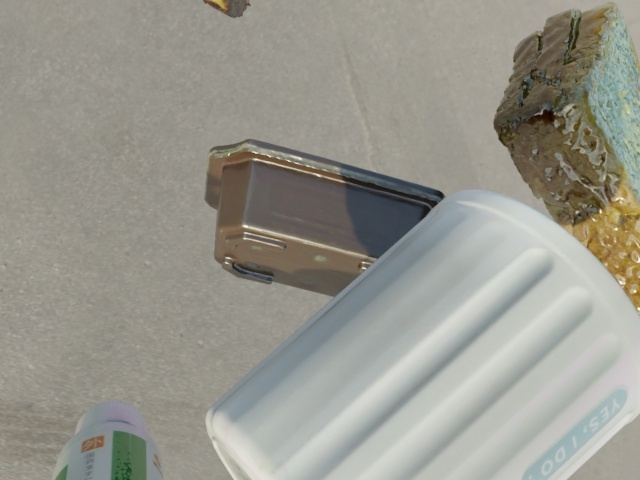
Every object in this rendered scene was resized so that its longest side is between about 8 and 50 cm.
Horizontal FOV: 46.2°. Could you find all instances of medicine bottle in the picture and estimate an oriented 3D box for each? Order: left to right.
[{"bbox_3d":[-0.170,0.219,0.597,0.095,0.260,0.095,-4,109,-11],"label":"medicine bottle"}]

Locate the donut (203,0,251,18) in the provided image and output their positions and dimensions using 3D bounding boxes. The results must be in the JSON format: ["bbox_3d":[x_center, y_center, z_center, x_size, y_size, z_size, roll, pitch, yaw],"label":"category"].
[{"bbox_3d":[-0.122,-0.363,0.996,0.059,0.140,0.140,18,65,3],"label":"donut"}]

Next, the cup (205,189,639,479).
[{"bbox_3d":[0.071,0.115,0.423,0.202,0.167,0.221,-37,96,-20],"label":"cup"}]

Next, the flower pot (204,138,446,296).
[{"bbox_3d":[0.000,0.000,0.737,0.250,0.179,0.084,15,65,-5],"label":"flower pot"}]

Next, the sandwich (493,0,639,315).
[{"bbox_3d":[0.278,-0.071,0.723,0.288,0.099,0.254,58,35,-19],"label":"sandwich"}]
